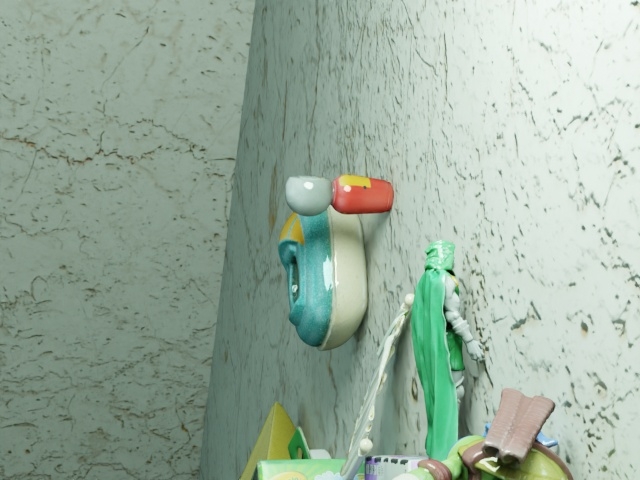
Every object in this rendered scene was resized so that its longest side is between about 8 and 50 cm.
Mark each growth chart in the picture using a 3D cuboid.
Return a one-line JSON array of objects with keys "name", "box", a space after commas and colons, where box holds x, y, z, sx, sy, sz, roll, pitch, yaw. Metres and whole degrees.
[{"name": "growth chart", "box": [0.066, 0.201, 1.342, 0.172, 0.021, 0.237, 108, -178, -59]}]

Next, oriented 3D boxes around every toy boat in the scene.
[{"name": "toy boat", "box": [0.000, 0.000, 1.560, 0.318, 0.148, 0.267, 109, 159, -56]}]

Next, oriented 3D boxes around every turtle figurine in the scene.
[{"name": "turtle figurine", "box": [0.133, 0.254, 0.806, 0.197, 0.275, 0.266, 58, 164, -6]}]

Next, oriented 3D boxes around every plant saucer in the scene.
[{"name": "plant saucer", "box": [-0.113, 0.529, 1.972, 0.332, 0.081, 0.332, -84, 13, -55]}]

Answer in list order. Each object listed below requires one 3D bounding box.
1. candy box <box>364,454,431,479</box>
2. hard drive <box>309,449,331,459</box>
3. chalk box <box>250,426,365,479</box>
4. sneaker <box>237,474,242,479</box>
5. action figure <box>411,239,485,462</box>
[{"name": "candy box", "box": [0.106, 0.329, 1.195, 0.196, 0.070, 0.164, 138, 133, -74]}, {"name": "hard drive", "box": [-0.007, 0.562, 1.750, 0.233, 0.047, 0.353, -115, 29, -65]}, {"name": "chalk box", "box": [-0.009, 0.411, 1.478, 0.180, 0.179, 0.288, 109, 160, -57]}, {"name": "sneaker", "box": [-0.168, 0.631, 2.167, 0.410, 0.182, 0.158, -106, 22, -58]}, {"name": "action figure", "box": [0.133, 0.115, 1.124, 0.137, 0.064, 0.232, 163, 104, -79]}]
